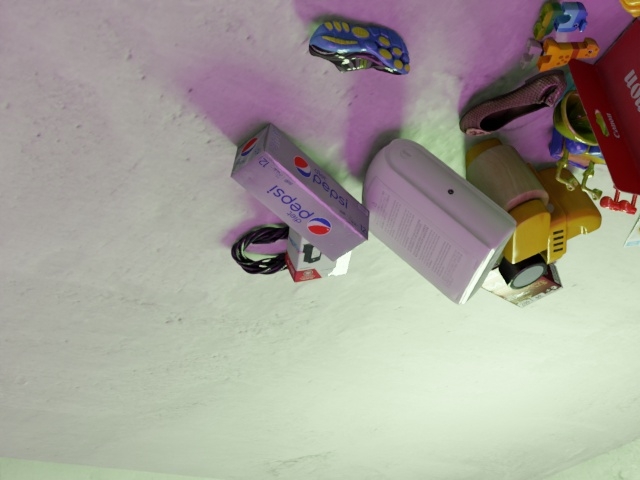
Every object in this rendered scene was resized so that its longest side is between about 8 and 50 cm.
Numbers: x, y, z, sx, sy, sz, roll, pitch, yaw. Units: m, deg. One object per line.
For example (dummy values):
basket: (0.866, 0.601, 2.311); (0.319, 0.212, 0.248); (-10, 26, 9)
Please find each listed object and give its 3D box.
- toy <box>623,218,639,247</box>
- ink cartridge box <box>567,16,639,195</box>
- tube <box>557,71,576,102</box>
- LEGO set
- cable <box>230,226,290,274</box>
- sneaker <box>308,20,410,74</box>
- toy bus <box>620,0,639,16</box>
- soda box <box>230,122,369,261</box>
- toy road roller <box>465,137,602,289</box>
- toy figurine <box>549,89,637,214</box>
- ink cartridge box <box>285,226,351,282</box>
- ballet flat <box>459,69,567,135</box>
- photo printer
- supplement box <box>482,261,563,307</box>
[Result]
toy: (0.823, -0.033, 1.986); (0.136, 0.056, 0.237); (-7, 147, -2)
ink cartridge box: (0.594, -0.216, 1.414); (0.271, 0.310, 0.130); (7, 144, -23)
tube: (0.534, -0.268, 1.568); (0.207, 0.052, 0.080); (8, 143, -16)
LEGO set: (0.414, -0.347, 1.378); (0.093, 0.087, 0.227); (-3, 148, -8)
cable: (-0.106, 0.022, 1.862); (0.184, 0.047, 0.151); (-1, 146, -11)
sneaker: (0.066, -0.314, 1.384); (0.188, 0.067, 0.078); (7, 165, -26)
toy bus: (0.526, -0.334, 1.127); (0.220, 0.212, 0.149); (-26, 178, 37)
soda box: (-0.034, -0.087, 1.597); (0.098, 0.091, 0.286); (-33, 122, 31)
toy road roller: (0.441, -0.076, 1.715); (0.240, 0.203, 0.329); (-25, 147, -1)
toy figurine: (0.502, -0.159, 1.604); (0.362, 0.191, 0.217); (13, 180, -32)
ink cartridge box: (0.000, 0.000, 1.790); (0.127, 0.072, 0.175); (-9, 140, -17)
ballet flat: (0.345, -0.234, 1.514); (0.084, 0.058, 0.250); (-2, 166, -36)
photo printer: (0.211, -0.043, 1.638); (0.107, 0.307, 0.256); (-41, 161, -26)
supplement box: (0.479, 0.082, 2.067); (0.130, 0.073, 0.239); (-33, 139, 33)
